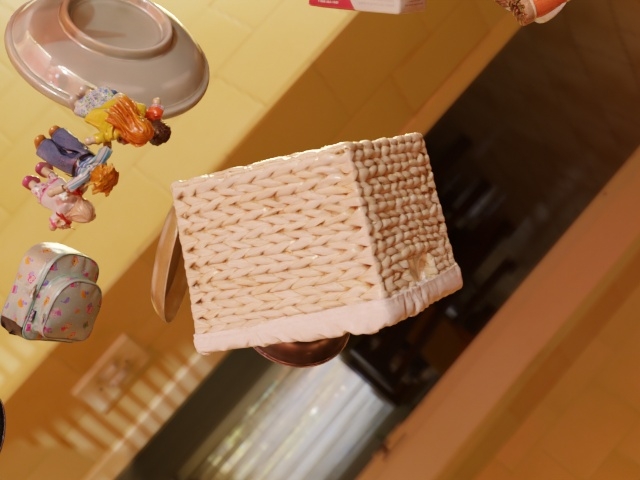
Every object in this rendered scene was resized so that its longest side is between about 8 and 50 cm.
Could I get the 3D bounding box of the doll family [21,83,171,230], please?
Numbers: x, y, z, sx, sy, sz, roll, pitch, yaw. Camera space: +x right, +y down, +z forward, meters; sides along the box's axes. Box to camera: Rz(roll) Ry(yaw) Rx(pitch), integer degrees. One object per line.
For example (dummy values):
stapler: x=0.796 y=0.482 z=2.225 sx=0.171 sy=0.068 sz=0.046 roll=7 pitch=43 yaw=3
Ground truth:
doll family: x=-0.338 y=-0.138 z=1.591 sx=0.163 sy=0.263 sz=0.118 roll=32 pitch=165 yaw=30

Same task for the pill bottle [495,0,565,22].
pill bottle: x=0.315 y=-0.462 z=1.792 sx=0.216 sy=0.121 sz=0.121 roll=32 pitch=177 yaw=-23

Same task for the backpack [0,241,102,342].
backpack: x=-0.512 y=0.103 z=2.072 sx=0.144 sy=0.188 sz=0.166 roll=13 pitch=178 yaw=33

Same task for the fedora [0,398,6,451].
fedora: x=-0.758 y=0.369 z=1.978 sx=0.334 sy=0.334 sz=0.152 roll=37 pitch=162 yaw=33

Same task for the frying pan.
frying pan: x=-0.021 y=0.088 z=1.910 sx=0.197 sy=0.326 sz=0.053 roll=21 pitch=140 yaw=4

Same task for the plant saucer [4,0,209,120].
plant saucer: x=-0.398 y=-0.390 z=2.059 sx=0.400 sy=0.400 sz=0.101 roll=40 pitch=132 yaw=16

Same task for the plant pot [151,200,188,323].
plant pot: x=-0.237 y=0.018 z=1.756 sx=0.032 sy=0.236 sz=0.236 roll=12 pitch=170 yaw=3

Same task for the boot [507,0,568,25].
boot: x=0.273 y=-0.369 z=1.427 sx=0.059 sy=0.084 sz=0.158 roll=83 pitch=162 yaw=-77

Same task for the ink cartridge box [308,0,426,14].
ink cartridge box: x=0.102 y=-0.625 z=2.178 sx=0.226 sy=0.306 sz=0.131 roll=12 pitch=-158 yaw=30

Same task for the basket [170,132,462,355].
basket: x=0.000 y=0.000 z=1.620 sx=0.328 sy=0.331 sz=0.267 roll=-17 pitch=-84 yaw=-63
